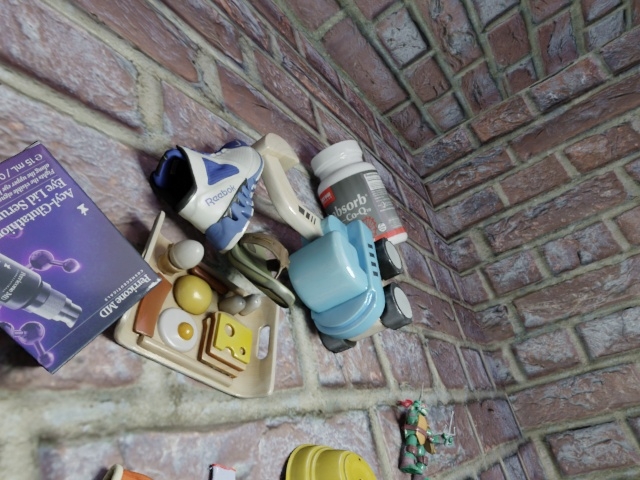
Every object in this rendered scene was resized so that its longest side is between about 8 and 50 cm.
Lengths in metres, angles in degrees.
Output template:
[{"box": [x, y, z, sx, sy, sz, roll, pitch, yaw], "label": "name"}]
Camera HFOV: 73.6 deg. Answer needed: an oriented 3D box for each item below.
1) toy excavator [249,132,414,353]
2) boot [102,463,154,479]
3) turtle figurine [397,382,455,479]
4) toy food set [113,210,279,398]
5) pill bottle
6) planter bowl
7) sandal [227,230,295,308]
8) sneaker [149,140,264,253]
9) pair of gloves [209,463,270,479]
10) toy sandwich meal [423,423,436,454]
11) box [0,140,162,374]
[{"box": [0.000, 0.000, 1.036, 0.445, 0.222, 0.432, 39, 34, -41], "label": "toy excavator"}, {"box": [-0.236, 0.331, 0.470, 0.084, 0.059, 0.158, 49, 20, -21], "label": "boot"}, {"box": [0.280, 0.527, 1.174, 0.175, 0.118, 0.234, 37, 48, -17], "label": "turtle figurine"}, {"box": [-0.183, 0.114, 0.731, 0.306, 0.092, 0.219, 42, 32, -36], "label": "toy food set"}, {"box": [0.116, -0.123, 1.388, 0.210, 0.210, 0.362, -7, 71, -63], "label": "pill bottle"}, {"box": [0.045, 0.454, 0.771, 0.217, 0.090, 0.217, 44, 18, -18], "label": "planter bowl"}, {"box": [-0.114, 0.025, 0.820, 0.120, 0.086, 0.303, 45, 2, -29], "label": "sandal"}, {"box": [-0.223, -0.135, 0.849, 0.182, 0.127, 0.315, 37, 28, -29], "label": "sneaker"}, {"box": [-0.120, 0.425, 0.628, 0.198, 0.023, 0.159, 46, 30, -33], "label": "pair of gloves"}, {"box": [0.316, 0.580, 1.248, 0.085, 0.029, 0.085, 166, -90, -76], "label": "toy sandwich meal"}, {"box": [-0.317, 0.023, 0.487, 0.207, 0.108, 0.153, 53, 56, -17], "label": "box"}]
